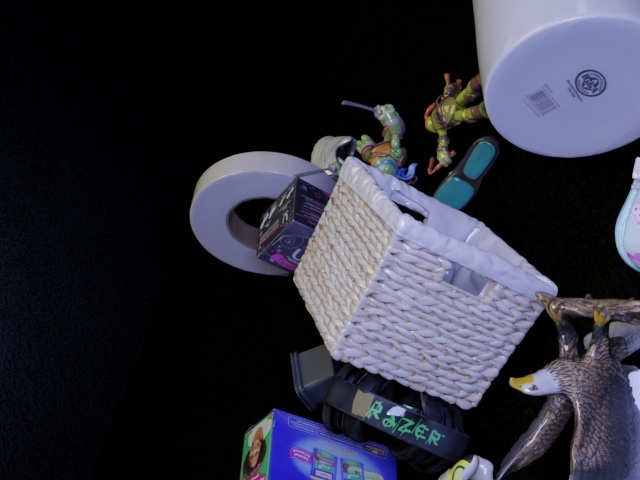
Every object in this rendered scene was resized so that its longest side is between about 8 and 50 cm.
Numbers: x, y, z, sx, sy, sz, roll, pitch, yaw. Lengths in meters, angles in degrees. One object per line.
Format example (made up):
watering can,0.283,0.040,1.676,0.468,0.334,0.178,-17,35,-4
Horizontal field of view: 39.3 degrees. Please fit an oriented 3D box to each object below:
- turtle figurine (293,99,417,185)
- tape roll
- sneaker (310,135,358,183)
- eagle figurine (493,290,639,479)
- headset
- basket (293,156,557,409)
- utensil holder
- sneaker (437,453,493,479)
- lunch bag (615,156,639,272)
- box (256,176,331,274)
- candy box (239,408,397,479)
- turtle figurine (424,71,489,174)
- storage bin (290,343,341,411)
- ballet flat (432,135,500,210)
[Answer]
turtle figurine,0.104,-0.239,2.087,0.266,0.275,0.198,-68,-12,-70
tape roll,-0.125,-0.058,2.201,0.392,0.392,0.072,-41,32,41
sneaker,0.015,-0.158,2.367,0.129,0.111,0.297,-12,56,54
eagle figurine,0.343,0.221,1.209,0.226,0.225,0.298,9,-97,-83
headset,0.130,0.277,1.539,0.394,0.243,0.185,118,176,-81
basket,0.159,0.068,1.557,0.266,0.328,0.331,-60,24,14
utensil holder,0.417,-0.379,1.492,0.327,0.328,0.385,-41,35,42
sneaker,0.243,0.429,1.240,0.147,0.145,0.385,-61,25,6
lunch bag,0.481,-0.025,1.038,0.224,0.279,0.108,-66,19,1
box,0.000,0.000,2.049,0.163,0.247,0.142,-44,29,38
candy box,-0.004,0.485,1.536,0.122,0.268,0.317,-48,28,39
turtle figurine,0.292,-0.290,1.943,0.217,0.087,0.269,-26,43,55
storage bin,0.000,0.296,1.962,0.091,0.098,0.135,-26,34,12
ballet flat,0.298,-0.131,1.808,0.203,0.074,0.074,-56,24,32
